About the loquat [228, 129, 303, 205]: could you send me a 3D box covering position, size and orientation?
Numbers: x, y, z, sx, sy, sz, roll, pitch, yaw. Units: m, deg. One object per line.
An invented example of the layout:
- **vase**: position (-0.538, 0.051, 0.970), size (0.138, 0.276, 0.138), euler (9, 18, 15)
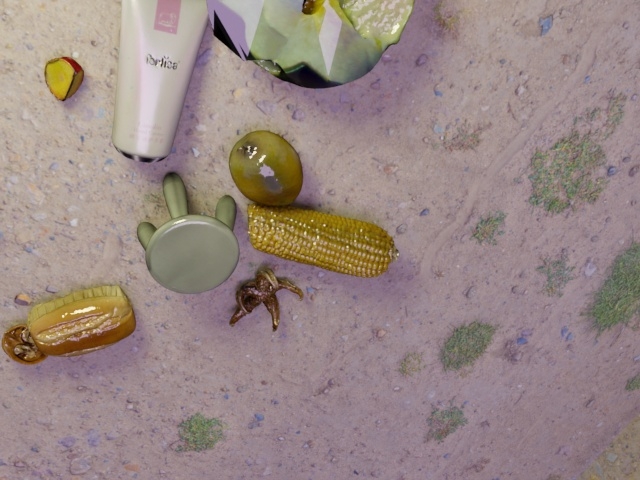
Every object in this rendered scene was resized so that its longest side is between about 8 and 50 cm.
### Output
- **loquat**: position (-0.114, -0.151, 1.506), size (0.152, 0.152, 0.195), euler (-35, 133, 7)

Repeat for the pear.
- **pear**: position (-0.025, -0.493, 1.290), size (0.399, 0.165, 0.398), euler (-8, 124, -12)

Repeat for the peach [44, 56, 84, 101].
- **peach**: position (-0.492, -0.316, 1.336), size (0.078, 0.050, 0.083), euler (-4, 117, 14)

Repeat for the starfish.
- **starfish**: position (-0.145, 0.159, 1.737), size (0.190, 0.074, 0.146), euler (-40, 123, 11)

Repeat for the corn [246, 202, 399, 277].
- **corn**: position (0.000, 0.000, 1.643), size (0.388, 0.144, 0.143), euler (12, 118, -18)

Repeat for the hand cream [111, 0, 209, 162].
- **hand cream**: position (-0.322, -0.335, 1.347), size (0.186, 0.118, 0.358), euler (7, 113, -21)

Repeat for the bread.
- **bread**: position (-0.555, 0.194, 1.607), size (0.237, 0.106, 0.139), euler (-16, 122, -13)

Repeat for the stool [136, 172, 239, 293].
- **stool**: position (-0.289, -0.015, 1.507), size (0.195, 0.198, 0.195), euler (21, 115, -30)

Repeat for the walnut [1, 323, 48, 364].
- **walnut**: position (-0.704, 0.246, 1.634), size (0.121, 0.052, 0.091), euler (37, 64, -36)
